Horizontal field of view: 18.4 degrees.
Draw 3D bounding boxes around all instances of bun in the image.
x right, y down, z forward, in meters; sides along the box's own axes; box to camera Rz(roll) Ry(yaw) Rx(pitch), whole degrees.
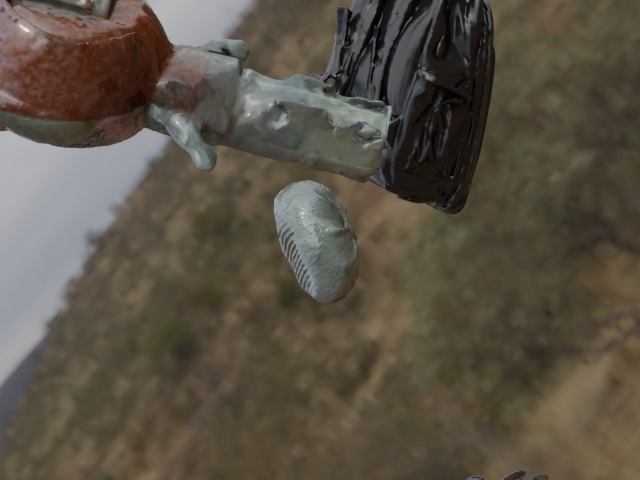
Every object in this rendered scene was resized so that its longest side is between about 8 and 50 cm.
[{"bbox_3d":[0.000,0.000,1.285,0.045,0.083,0.083,-23,0,-8],"label":"bun"}]

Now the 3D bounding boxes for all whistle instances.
[{"bbox_3d":[-0.122,-0.116,1.387,0.142,0.346,0.133,-86,13,-67],"label":"whistle"}]

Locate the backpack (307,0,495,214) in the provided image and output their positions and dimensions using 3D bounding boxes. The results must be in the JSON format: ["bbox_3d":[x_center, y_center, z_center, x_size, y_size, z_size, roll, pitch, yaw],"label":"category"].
[{"bbox_3d":[0.080,-0.165,1.787,0.206,0.133,0.258,37,115,57],"label":"backpack"}]

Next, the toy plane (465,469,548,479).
[{"bbox_3d":[0.125,0.318,2.114,0.267,0.212,0.088,-11,49,10],"label":"toy plane"}]
